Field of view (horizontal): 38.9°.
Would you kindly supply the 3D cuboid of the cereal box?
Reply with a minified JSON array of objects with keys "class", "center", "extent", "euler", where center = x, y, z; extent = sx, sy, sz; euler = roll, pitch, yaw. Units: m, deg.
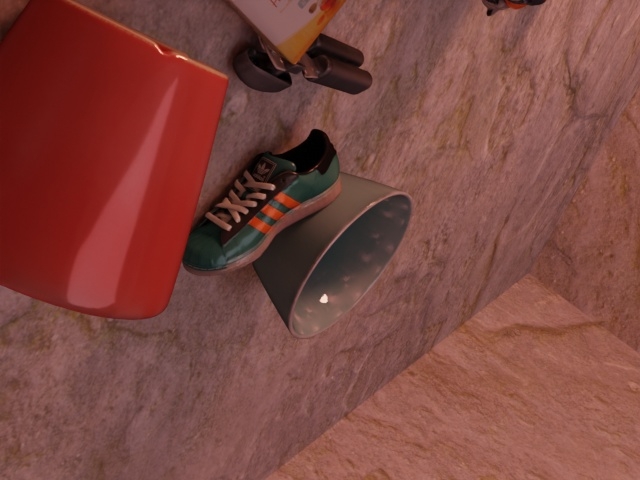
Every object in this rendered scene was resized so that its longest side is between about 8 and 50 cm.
[{"class":"cereal box","center":[-0.045,-0.332,1.037],"extent":[0.173,0.047,0.240],"euler":[-51,147,3]}]

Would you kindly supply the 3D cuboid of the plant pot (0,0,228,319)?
[{"class":"plant pot","center":[-0.225,-0.090,0.874],"extent":[0.243,0.275,0.275],"euler":[-63,157,8]}]

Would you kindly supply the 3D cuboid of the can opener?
[{"class":"can opener","center":[-0.025,-0.247,1.278],"extent":[0.095,0.076,0.283],"euler":[-25,170,25]}]

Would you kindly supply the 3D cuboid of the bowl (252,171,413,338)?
[{"class":"bowl","center":[0.000,0.000,1.560],"extent":[0.311,0.163,0.311],"euler":[-41,156,-23]}]

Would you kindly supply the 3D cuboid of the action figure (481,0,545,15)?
[{"class":"action figure","center":[0.346,-0.451,1.460],"extent":[0.341,0.179,0.330],"euler":[-32,-177,-25]}]

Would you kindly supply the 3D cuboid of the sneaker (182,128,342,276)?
[{"class":"sneaker","center":[-0.095,-0.067,1.370],"extent":[0.302,0.108,0.121],"euler":[-37,139,-27]}]
